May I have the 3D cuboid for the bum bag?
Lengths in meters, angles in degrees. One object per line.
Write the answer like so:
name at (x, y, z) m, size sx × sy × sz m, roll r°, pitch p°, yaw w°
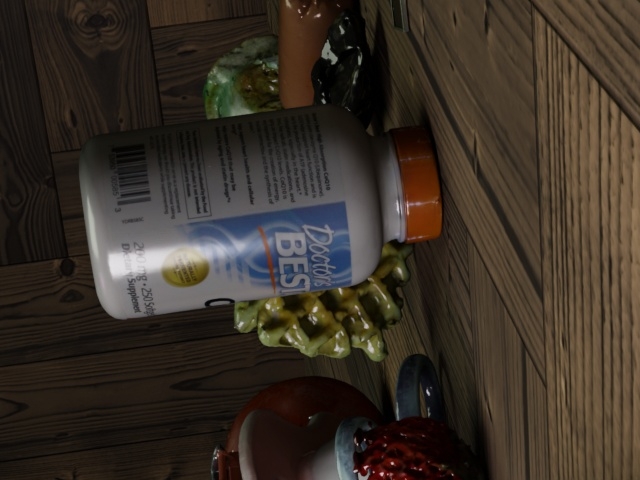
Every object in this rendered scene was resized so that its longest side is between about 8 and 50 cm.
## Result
bum bag at (0.025, -0.149, 1.690) m, size 0.248 × 0.069 × 0.102 m, roll 91°, pitch 170°, yaw -76°

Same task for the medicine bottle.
medicine bottle at (-0.048, -0.029, 1.376) m, size 0.157 × 0.289 × 0.157 m, roll 172°, pitch 90°, yaw -87°

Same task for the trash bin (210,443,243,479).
trash bin at (-0.002, 0.306, 1.759) m, size 0.161 × 0.239 × 0.184 m, roll -99°, pitch 1°, yaw -52°

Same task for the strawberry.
strawberry at (0.084, 0.204, 1.290) m, size 0.145 × 0.086 × 0.145 m, roll -9°, pitch -90°, yaw -67°

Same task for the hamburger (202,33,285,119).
hamburger at (-0.055, -0.132, 2.131) m, size 0.288 × 0.192 × 0.167 m, roll 88°, pitch -177°, yaw -51°

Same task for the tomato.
tomato at (-0.013, 0.269, 2.028) m, size 0.184 × 0.208 × 0.208 m, roll 84°, pitch 177°, yaw -81°

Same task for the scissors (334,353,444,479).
scissors at (0.096, 0.303, 1.428) m, size 0.256 × 0.029 × 0.383 m, roll -38°, pitch -65°, yaw -66°

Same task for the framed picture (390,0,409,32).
framed picture at (0.065, -0.226, 1.428) m, size 0.066 × 0.007 × 0.089 m, roll -123°, pitch 25°, yaw -80°

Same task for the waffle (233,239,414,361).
waffle at (-0.001, 0.001, 1.528) m, size 0.054 × 0.204 × 0.223 m, roll -19°, pitch 67°, yaw 53°

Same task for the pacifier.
pacifier at (0.004, 0.273, 1.530) m, size 0.332 × 0.273 × 0.220 m, roll 15°, pitch -99°, yaw -66°

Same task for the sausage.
sausage at (-0.006, -0.217, 1.878) m, size 0.289 × 0.086 × 0.086 m, roll 95°, pitch 167°, yaw -68°
